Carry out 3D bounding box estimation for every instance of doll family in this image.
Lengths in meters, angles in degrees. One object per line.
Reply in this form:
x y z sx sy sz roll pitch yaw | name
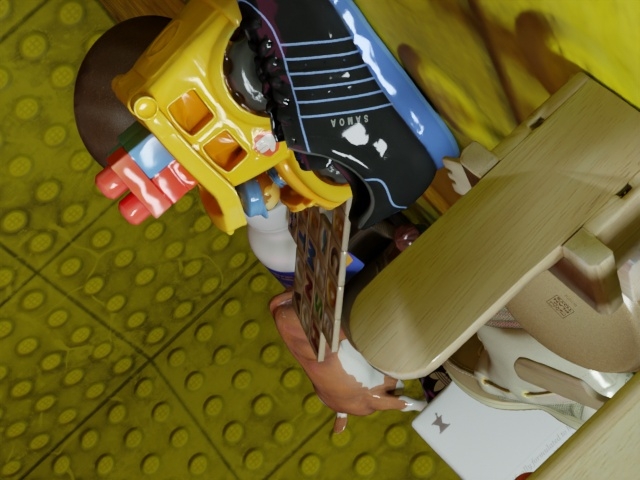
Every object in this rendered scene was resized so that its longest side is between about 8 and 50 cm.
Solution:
0.121 0.047 0.980 0.193 0.076 0.111 42 -165 13 | doll family

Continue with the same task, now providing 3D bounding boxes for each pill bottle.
0.000 0.000 1.320 0.152 0.152 0.272 44 176 45 | pill bottle

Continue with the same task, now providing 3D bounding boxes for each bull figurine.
0.050 0.157 1.308 0.188 0.101 0.310 -4 145 26 | bull figurine

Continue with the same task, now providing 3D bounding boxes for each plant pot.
-0.149 -0.155 1.224 0.230 0.215 0.215 20 156 51 | plant pot

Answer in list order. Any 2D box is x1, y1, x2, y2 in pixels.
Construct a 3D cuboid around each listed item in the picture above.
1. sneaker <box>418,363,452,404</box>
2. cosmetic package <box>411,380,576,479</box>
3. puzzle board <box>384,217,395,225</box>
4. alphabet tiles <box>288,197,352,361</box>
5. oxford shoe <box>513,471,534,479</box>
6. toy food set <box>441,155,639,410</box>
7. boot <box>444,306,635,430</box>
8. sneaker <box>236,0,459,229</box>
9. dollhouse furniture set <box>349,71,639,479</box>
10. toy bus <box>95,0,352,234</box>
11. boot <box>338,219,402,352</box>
0.175 0.162 1.248 0.108 0.121 0.302 45 177 20 | sneaker
0.216 0.213 1.074 0.151 0.151 0.184 44 177 31 | cosmetic package
0.062 -0.014 1.197 0.128 0.011 0.096 48 -154 -23 | puzzle board
-0.006 -0.002 1.086 0.198 0.009 0.237 -120 31 -57 | alphabet tiles
0.175 0.235 0.489 0.271 0.098 0.097 42 -162 20 | oxford shoe
0.153 0.026 0.623 0.132 0.038 0.192 21 145 46 | toy food set
0.141 0.066 0.810 0.165 0.077 0.213 49 162 -26 | boot
-0.008 -0.109 0.670 0.232 0.090 0.081 48 177 -17 | sneaker
0.184 0.145 0.491 0.303 0.174 0.355 46 176 32 | dollhouse furniture set
-0.078 -0.082 0.876 0.220 0.211 0.149 47 176 -28 | toy bus
0.094 0.062 1.087 0.152 0.073 0.197 33 -143 -30 | boot
